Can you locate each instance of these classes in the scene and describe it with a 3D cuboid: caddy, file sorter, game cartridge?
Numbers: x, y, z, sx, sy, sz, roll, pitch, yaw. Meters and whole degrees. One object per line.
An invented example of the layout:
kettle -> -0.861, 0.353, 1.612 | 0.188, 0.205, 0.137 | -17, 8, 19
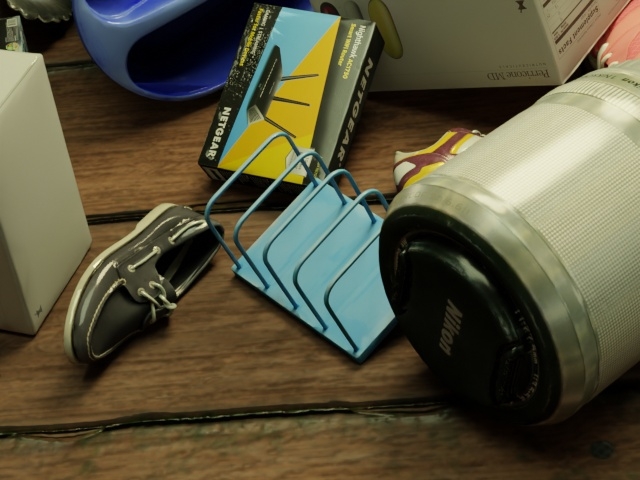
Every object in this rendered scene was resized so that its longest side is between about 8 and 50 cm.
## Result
caddy -> -0.114, -0.297, 1.651 | 0.341, 0.241, 0.179 | -38, 35, -13
file sorter -> 0.000, 0.000, 1.401 | 0.170, 0.104, 0.118 | 34, 75, 36
game cartridge -> -0.071, -0.221, 1.750 | 0.056, 0.017, 0.083 | -6, 41, -4

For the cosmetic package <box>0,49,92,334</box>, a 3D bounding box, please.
cosmetic package -> -0.349, -0.053, 1.445 | 0.224, 0.224, 0.138 | 10, 44, 19

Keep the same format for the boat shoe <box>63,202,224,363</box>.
boat shoe -> -0.154, 0.037, 1.428 | 0.065, 0.075, 0.206 | 11, 40, 24

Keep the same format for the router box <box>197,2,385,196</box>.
router box -> -0.027, -0.135, 1.568 | 0.133, 0.046, 0.179 | 12, 73, 20

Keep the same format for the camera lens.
camera lens -> 0.201, 0.001, 1.303 | 0.274, 0.219, 0.219 | -33, 47, -26

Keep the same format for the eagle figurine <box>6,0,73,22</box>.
eagle figurine -> -0.414, -0.343, 1.849 | 0.226, 0.225, 0.298 | -26, 62, 43

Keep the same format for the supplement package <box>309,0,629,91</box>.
supplement package -> 0.153, -0.263, 1.612 | 0.262, 0.145, 0.204 | 2, 38, 40

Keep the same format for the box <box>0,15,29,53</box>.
box -> -0.307, -0.153, 1.651 | 0.027, 0.094, 0.137 | -11, 41, -4

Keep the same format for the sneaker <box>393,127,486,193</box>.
sneaker -> 0.160, -0.077, 1.511 | 0.185, 0.069, 0.084 | -11, 47, -5

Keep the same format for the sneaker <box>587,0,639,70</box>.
sneaker -> 0.318, -0.156, 1.568 | 0.136, 0.116, 0.314 | 3, 35, 27
